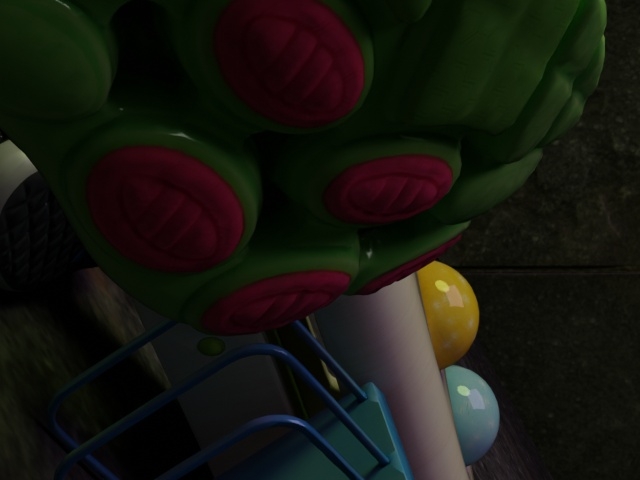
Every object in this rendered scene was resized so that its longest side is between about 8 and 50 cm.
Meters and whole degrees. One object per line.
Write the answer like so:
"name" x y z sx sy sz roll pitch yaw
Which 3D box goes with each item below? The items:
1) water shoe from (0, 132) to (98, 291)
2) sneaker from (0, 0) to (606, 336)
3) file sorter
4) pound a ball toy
"water shoe" -0.132 -0.027 0.696 0.080 0.073 0.203 38 3 7
"sneaker" -0.087 -0.121 0.432 0.482 0.185 0.202 28 29 -44
"file sorter" -0.029 0.116 0.584 0.104 0.118 0.170 50 12 -36
"pound a ball toy" 0.000 0.000 0.748 0.208 0.135 0.319 -96 172 -47
